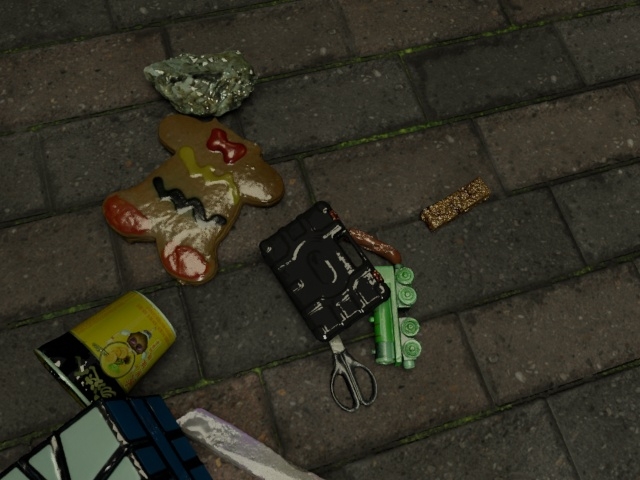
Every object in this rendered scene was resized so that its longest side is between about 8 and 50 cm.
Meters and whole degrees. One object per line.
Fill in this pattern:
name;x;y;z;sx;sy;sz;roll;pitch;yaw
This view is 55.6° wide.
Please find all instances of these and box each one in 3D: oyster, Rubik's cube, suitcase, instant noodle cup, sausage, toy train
oyster;-0.305;-0.414;1.578;0.267;0.112;0.198;-23;73;-10
Rubik's cube;-0.384;0.479;1.110;0.293;0.283;0.288;-36;77;0
suitcase;0.007;0.069;1.410;0.206;0.066;0.285;-36;71;0
instant noodle cup;-0.440;0.234;1.279;0.215;0.215;0.236;42;61;10
sausage;0.132;0.014;1.498;0.158;0.042;0.036;29;31;4
toy train;0.169;0.174;1.418;0.119;0.085;0.251;-1;67;0

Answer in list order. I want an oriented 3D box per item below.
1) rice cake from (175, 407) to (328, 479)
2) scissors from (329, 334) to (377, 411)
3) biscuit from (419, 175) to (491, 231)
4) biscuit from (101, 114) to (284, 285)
rice cake;-0.125;0.466;1.282;0.399;0.064;0.070;28;62;5
scissors;0.038;0.245;1.406;0.109;0.022;0.300;-18;71;-16
biscuit;0.348;-0.093;1.560;0.199;0.034;0.064;-30;74;-15
biscuit;-0.317;-0.127;1.486;0.368;0.076;0.394;36;70;7
